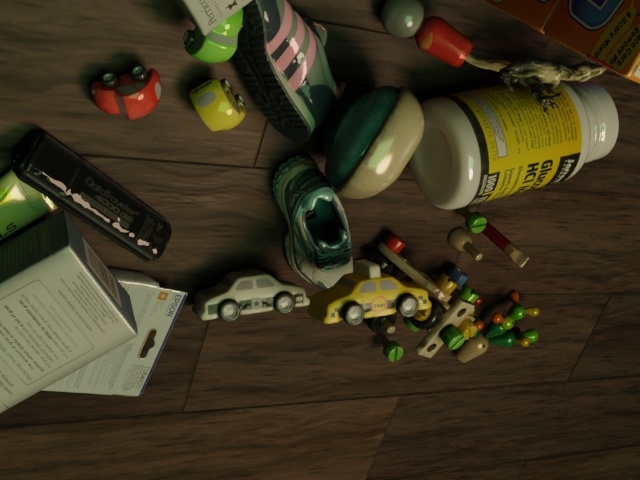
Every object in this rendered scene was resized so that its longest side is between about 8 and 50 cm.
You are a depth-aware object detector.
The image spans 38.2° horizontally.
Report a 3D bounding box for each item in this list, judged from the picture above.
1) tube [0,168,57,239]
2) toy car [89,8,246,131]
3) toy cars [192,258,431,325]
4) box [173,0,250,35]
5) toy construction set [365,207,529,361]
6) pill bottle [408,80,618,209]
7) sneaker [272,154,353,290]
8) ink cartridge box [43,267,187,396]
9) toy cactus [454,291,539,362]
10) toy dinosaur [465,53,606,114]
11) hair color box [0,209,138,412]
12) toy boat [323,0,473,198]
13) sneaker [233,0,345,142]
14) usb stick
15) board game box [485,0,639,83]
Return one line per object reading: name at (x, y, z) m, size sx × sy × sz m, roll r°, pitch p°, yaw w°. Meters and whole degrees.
tube at (-0.487, -0.012, 1.272) m, size 0.240 × 0.062 × 0.070 m, roll -36°, pitch 172°, yaw -15°
toy car at (-0.171, -0.232, 1.262) m, size 0.239 × 0.053 × 0.225 m, roll 5°, pitch 141°, yaw -34°
toy cars at (-0.022, 0.077, 1.498) m, size 0.176 × 0.394 × 0.087 m, roll -24°, pitch 112°, yaw -68°
box at (-0.168, -0.378, 1.099) m, size 0.119 × 0.182 × 0.181 m, roll -38°, pitch 151°, yaw -3°
toy construction set at (0.242, 0.099, 1.672) m, size 0.309 × 0.237 × 0.257 m, roll -35°, pitch 133°, yaw -6°
pill bottle at (0.330, -0.175, 1.568) m, size 0.334 × 0.188 × 0.187 m, roll -15°, pitch 127°, yaw -22°
sneaker at (0.000, 0.000, 1.532) m, size 0.110 × 0.122 × 0.283 m, roll -31°, pitch 132°, yaw -10°
ink cartridge box at (-0.354, 0.145, 1.468) m, size 0.224 × 0.045 × 0.223 m, roll 13°, pitch 113°, yaw -36°
toy cactus at (0.343, 0.180, 1.903) m, size 0.219 × 0.112 × 0.180 m, roll 15°, pitch 131°, yaw -40°
toy dinosaur at (0.328, -0.267, 1.480) m, size 0.268 × 0.118 × 0.064 m, roll 11°, pitch 130°, yaw -6°
hair color box at (-0.471, 0.137, 1.303) m, size 0.375 × 0.113 × 0.185 m, roll -30°, pitch 125°, yaw -1°
toy boat at (0.095, -0.214, 1.408) m, size 0.148 × 0.267 × 0.318 m, roll 31°, pitch 87°, yaw -5°
sneaker at (-0.060, -0.300, 1.320) m, size 0.131 × 0.112 × 0.319 m, roll -48°, pitch 136°, yaw -26°
usb stick at (-0.324, -0.060, 1.338) m, size 0.278 × 0.045 × 0.077 m, roll 40°, pitch 65°, yaw -42°
board game box at (0.538, -0.426, 1.408) m, size 0.357 × 0.356 × 0.356 m, roll 12°, pitch 113°, yaw -36°
